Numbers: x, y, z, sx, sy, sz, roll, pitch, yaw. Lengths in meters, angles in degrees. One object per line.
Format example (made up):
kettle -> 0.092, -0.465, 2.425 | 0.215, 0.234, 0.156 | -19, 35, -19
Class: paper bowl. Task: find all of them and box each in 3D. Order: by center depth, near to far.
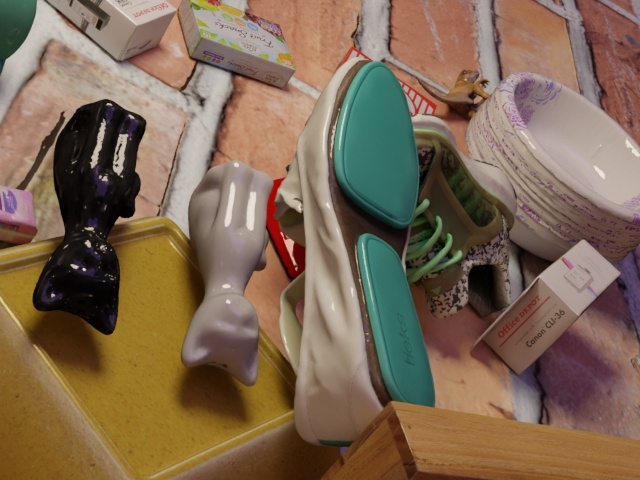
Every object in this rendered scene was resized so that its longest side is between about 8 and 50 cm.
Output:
paper bowl -> 0.319, -0.083, 1.707 | 0.284, 0.148, 0.284 | 26, 33, -18

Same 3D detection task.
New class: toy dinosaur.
toy dinosaur -> 0.209, -0.207, 1.856 | 0.112, 0.064, 0.211 | 24, 20, 12

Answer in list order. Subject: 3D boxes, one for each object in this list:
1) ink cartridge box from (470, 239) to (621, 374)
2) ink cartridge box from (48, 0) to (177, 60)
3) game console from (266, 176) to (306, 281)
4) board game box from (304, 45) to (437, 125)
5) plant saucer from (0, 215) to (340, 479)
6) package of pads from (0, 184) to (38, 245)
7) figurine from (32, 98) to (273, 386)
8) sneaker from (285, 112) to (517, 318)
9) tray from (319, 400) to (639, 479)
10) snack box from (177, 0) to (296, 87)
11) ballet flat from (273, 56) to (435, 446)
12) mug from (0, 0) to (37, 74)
ink cartridge box -> 0.264, 0.083, 1.473 | 0.067, 0.115, 0.198 | 45, 34, 12
ink cartridge box -> -0.252, -0.284, 1.487 | 0.135, 0.056, 0.099 | 40, 31, 4
game console -> 0.000, 0.000, 1.415 | 0.124, 0.085, 0.144 | -15, 53, -15
board game box -> 0.070, -0.166, 1.664 | 0.146, 0.045, 0.193 | 34, 32, -7
plant saucer -> -0.156, 0.106, 1.065 | 0.333, 0.081, 0.332 | 49, 34, 17
package of pads -> -0.299, -0.028, 1.138 | 0.083, 0.032, 0.050 | 14, 36, -33
figurine -> -0.133, 0.012, 1.065 | 0.214, 0.092, 0.209 | 24, 42, -22
sneaker -> 0.120, -0.012, 1.380 | 0.410, 0.158, 0.182 | 18, 52, -53
tray -> 0.176, 0.248, 1.092 | 0.410, 0.203, 0.076 | 14, 39, -33
snack box -> -0.108, -0.257, 1.611 | 0.141, 0.037, 0.100 | 15, 40, -32
ballet flat -> 0.015, 0.004, 1.127 | 0.139, 0.139, 0.400 | 19, 50, -27
mug -> -0.352, -0.230, 1.273 | 0.129, 0.158, 0.097 | 32, 18, 38
